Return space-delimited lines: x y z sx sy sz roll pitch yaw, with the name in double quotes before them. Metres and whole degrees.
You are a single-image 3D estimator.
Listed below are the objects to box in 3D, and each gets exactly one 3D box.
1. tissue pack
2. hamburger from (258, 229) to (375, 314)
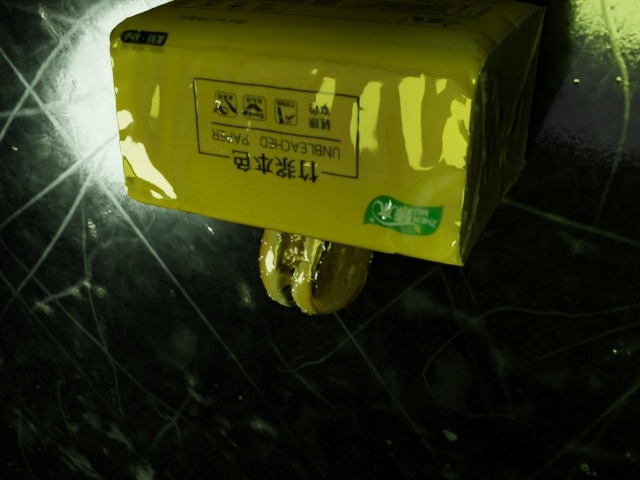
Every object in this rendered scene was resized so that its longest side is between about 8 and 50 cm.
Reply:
"tissue pack" 0.018 -0.144 0.865 0.381 0.293 0.228 10 118 22
"hamburger" 0.000 0.007 1.044 0.118 0.182 0.191 24 171 27
